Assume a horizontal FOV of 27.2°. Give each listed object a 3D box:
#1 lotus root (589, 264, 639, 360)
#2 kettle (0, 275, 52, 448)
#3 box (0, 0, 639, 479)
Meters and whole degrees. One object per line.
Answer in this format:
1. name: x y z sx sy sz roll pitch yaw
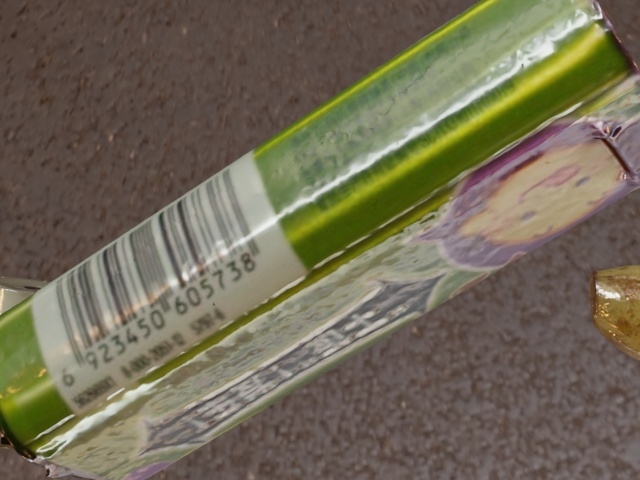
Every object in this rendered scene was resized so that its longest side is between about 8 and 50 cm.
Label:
1. lotus root: 0.383 0.095 1.295 0.258 0.110 0.097 20 141 -3
2. kettle: -0.278 0.111 1.231 0.098 0.127 0.148 6 95 -33
3. box: 0.000 0.000 0.654 0.345 0.097 0.134 -33 150 15
